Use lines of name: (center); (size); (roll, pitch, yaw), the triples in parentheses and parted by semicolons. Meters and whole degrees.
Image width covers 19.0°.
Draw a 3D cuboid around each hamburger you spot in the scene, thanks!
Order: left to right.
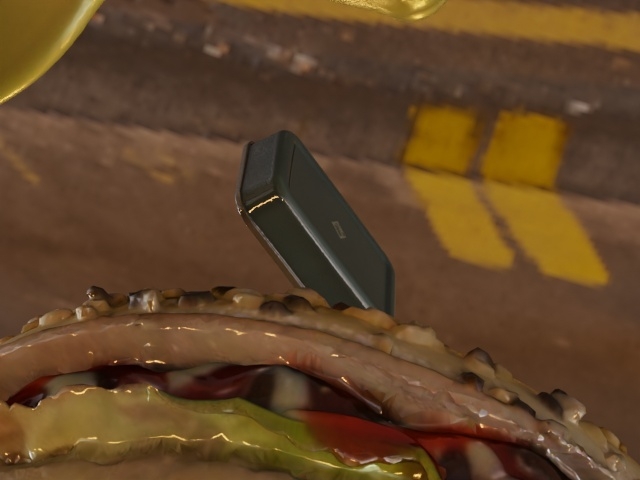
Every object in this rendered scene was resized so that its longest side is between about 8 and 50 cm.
hamburger: (-0.013, 0.144, 0.575); (0.300, 0.176, 0.300); (6, 132, 7)

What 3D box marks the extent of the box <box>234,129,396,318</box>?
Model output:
box: (0.000, 0.000, 1.093); (0.031, 0.091, 0.126); (-29, 112, 18)

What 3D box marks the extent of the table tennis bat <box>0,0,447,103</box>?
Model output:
table tennis bat: (-0.125, -0.141, 0.756); (0.369, 0.224, 0.054); (10, -173, -2)
